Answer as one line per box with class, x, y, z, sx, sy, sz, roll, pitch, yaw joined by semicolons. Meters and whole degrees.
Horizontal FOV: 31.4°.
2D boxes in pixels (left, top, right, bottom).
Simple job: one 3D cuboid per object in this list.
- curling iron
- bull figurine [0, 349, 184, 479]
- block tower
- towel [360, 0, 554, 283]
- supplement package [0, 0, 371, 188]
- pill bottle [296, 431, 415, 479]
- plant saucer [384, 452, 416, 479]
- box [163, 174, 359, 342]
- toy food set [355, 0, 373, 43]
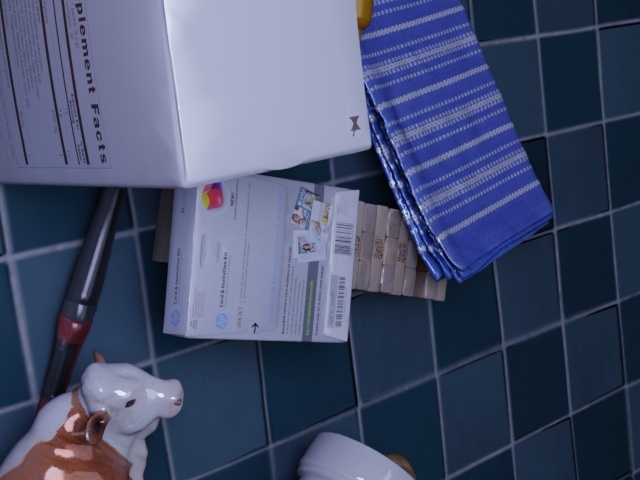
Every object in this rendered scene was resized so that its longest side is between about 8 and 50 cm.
curling iron;-0.203;0.072;0.994;0.068;0.035;0.274;10;87;-39
bull figurine;-0.217;0.236;0.923;0.310;0.101;0.188;-42;121;-10
block tower;0.000;0.000;1.135;0.335;0.097;0.090;10;86;-41
towel;0.132;-0.140;1.209;0.243;0.040;0.336;-27;95;-47
supplement package;-0.129;-0.140;0.876;0.178;0.293;0.175;-15;103;-41
pill bottle;-0.024;0.342;1.084;0.169;0.169;0.301;48;63;-33
plant saucer;0.083;0.282;1.278;0.083;0.015;0.083;-3;95;-42
box;-0.048;0.016;1.004;0.186;0.038;0.145;6;88;-44
toy food set;-0.066;-0.231;1.049;0.232;0.111;0.104;5;91;-36
